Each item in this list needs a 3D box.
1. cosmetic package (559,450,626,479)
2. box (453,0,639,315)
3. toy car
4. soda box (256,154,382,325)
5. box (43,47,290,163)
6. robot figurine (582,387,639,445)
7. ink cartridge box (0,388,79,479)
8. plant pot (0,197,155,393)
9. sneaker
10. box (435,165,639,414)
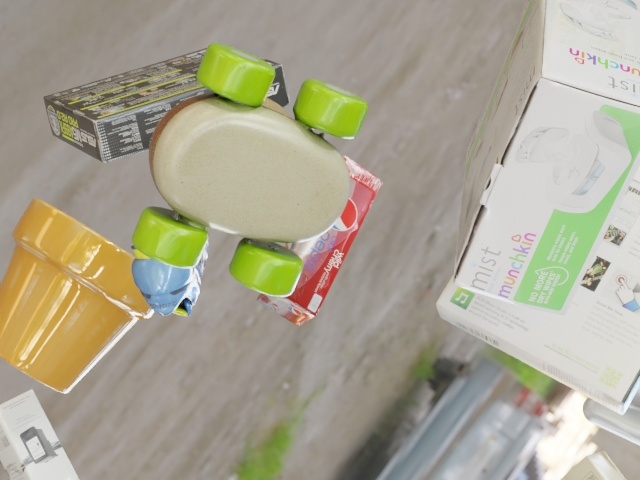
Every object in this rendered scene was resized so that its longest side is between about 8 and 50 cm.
[{"bbox_3d":[0.312,0.291,1.575,0.041,0.115,0.060,-3,142,-49],"label":"cosmetic package"},{"bbox_3d":[0.227,-0.105,1.431,0.231,0.126,0.262,-78,-175,-50],"label":"box"},{"bbox_3d":[-0.069,-0.070,1.100,0.155,0.149,0.188,-67,-157,11],"label":"toy car"},{"bbox_3d":[0.000,0.000,2.327,0.263,0.083,0.092,-62,-169,-21],"label":"soda box"},{"bbox_3d":[-0.208,-0.186,1.949,0.270,0.216,0.060,-20,113,-23],"label":"box"},{"bbox_3d":[0.498,0.150,2.118,0.300,0.353,0.200,-61,164,-10],"label":"robot figurine"},{"bbox_3d":[-0.399,0.291,2.008,0.063,0.150,0.109,-27,177,-28],"label":"ink cartridge box"},{"bbox_3d":[-0.320,0.079,1.818,0.188,0.205,0.205,-58,167,-7],"label":"plant pot"},{"bbox_3d":[-0.158,0.038,1.555,0.209,0.069,0.082,-52,134,-84],"label":"sneaker"},{"bbox_3d":[0.307,-0.002,1.612,0.322,0.232,0.058,-58,160,-10],"label":"box"}]
